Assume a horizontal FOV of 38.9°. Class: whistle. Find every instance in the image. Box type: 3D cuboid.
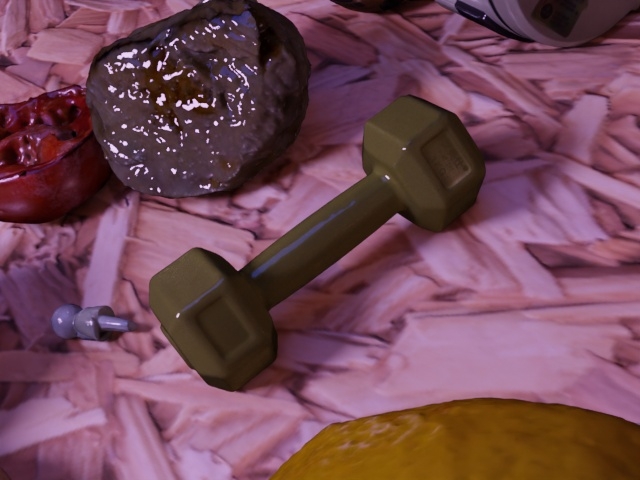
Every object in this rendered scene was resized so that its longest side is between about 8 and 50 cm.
[{"bbox_3d":[-0.219,0.078,0.863,0.100,0.035,0.035,1,47,28],"label":"whistle"}]

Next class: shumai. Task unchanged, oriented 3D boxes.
[{"bbox_3d":[-0.112,-0.167,0.989,0.256,0.189,0.218,-9,21,22],"label":"shumai"}]

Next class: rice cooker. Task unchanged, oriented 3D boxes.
[{"bbox_3d":[0.220,-0.313,0.906,0.226,0.226,0.244,-37,39,-11],"label":"rice cooker"}]

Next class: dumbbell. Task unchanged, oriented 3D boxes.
[{"bbox_3d":[0.000,0.000,0.767,0.302,0.121,0.108,-36,11,-11],"label":"dumbbell"}]

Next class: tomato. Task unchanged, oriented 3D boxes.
[{"bbox_3d":[-0.328,-0.090,1.061,0.228,0.101,0.228,-11,37,9],"label":"tomato"}]

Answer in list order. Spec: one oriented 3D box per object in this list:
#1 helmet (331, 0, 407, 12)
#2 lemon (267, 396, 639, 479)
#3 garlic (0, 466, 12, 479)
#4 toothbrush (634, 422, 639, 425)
[{"bbox_3d":[0.069,-0.347,1.086,0.198,0.130,0.224,-41,27,-22],"label":"helmet"},{"bbox_3d":[0.074,0.196,0.408,0.284,0.260,0.260,15,55,38],"label":"lemon"},{"bbox_3d":[-0.311,0.234,0.696,0.245,0.145,0.164,6,82,32],"label":"garlic"},{"bbox_3d":[0.192,0.130,0.587,0.263,0.026,0.022,-12,73,17],"label":"toothbrush"}]
